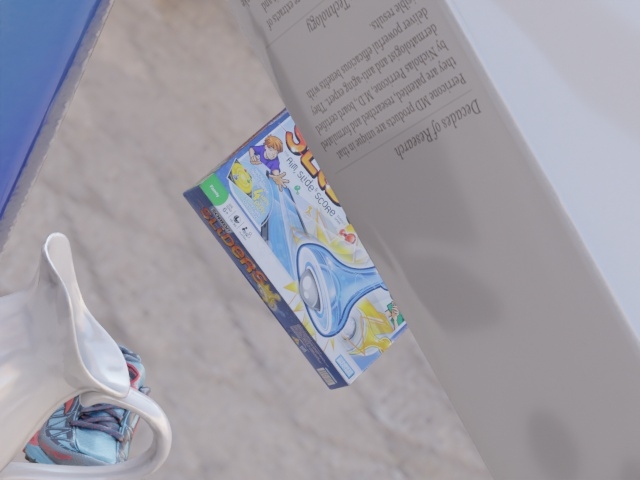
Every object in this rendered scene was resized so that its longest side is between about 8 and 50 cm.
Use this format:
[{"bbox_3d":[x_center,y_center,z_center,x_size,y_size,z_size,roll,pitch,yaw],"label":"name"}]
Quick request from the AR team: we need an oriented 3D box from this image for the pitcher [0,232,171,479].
[{"bbox_3d":[-0.213,0.114,1.227,0.178,0.207,0.125,60,8,-23],"label":"pitcher"}]

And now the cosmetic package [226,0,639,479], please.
[{"bbox_3d":[0.121,-0.048,0.825,0.366,0.197,0.155,59,-29,0],"label":"cosmetic package"}]

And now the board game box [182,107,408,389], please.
[{"bbox_3d":[0.000,0.000,1.567,0.201,0.136,0.035,53,-29,-10],"label":"board game box"}]

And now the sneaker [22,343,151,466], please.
[{"bbox_3d":[-0.234,0.173,2.003,0.104,0.125,0.262,25,12,-12],"label":"sneaker"}]

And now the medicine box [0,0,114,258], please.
[{"bbox_3d":[-0.185,-0.113,0.376,0.289,0.263,0.149,5,55,-23],"label":"medicine box"}]
